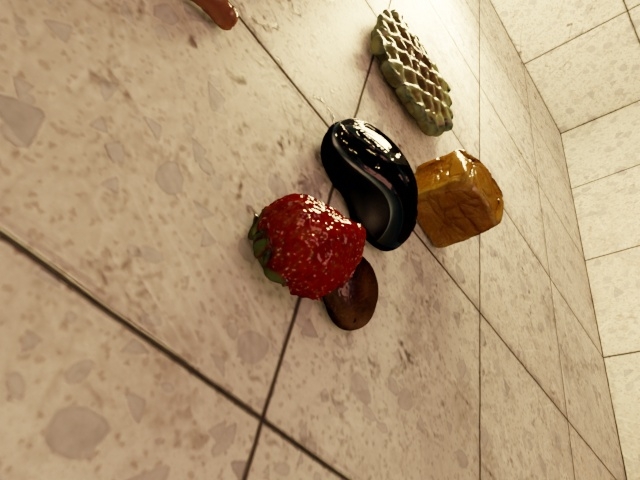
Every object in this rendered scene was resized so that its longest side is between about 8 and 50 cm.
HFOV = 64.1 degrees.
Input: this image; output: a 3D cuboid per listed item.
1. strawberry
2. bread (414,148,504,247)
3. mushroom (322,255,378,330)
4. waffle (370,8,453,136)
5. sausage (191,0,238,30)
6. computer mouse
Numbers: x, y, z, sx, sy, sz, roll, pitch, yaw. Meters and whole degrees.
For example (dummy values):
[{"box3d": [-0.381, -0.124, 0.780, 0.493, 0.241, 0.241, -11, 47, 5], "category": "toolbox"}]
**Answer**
[{"box3d": [0.000, 0.000, 0.635, 0.187, 0.082, 0.146, -5, 66, -46], "category": "strawberry"}, {"box3d": [0.272, -0.085, 1.028, 0.149, 0.143, 0.158, 51, 34, -22], "category": "bread"}, {"box3d": [0.043, 0.065, 0.713, 0.123, 0.052, 0.123, 30, 51, -45], "category": "mushroom"}, {"box3d": [0.219, -0.390, 1.198, 0.309, 0.056, 0.292, 48, 39, -25], "category": "waffle"}, {"box3d": [-0.170, -0.330, 0.658, 0.158, 0.036, 0.042, 26, 40, -44], "category": "sausage"}, {"box3d": [0.093, -0.094, 0.829, 0.233, 0.096, 0.137, 56, 36, -18], "category": "computer mouse"}]
